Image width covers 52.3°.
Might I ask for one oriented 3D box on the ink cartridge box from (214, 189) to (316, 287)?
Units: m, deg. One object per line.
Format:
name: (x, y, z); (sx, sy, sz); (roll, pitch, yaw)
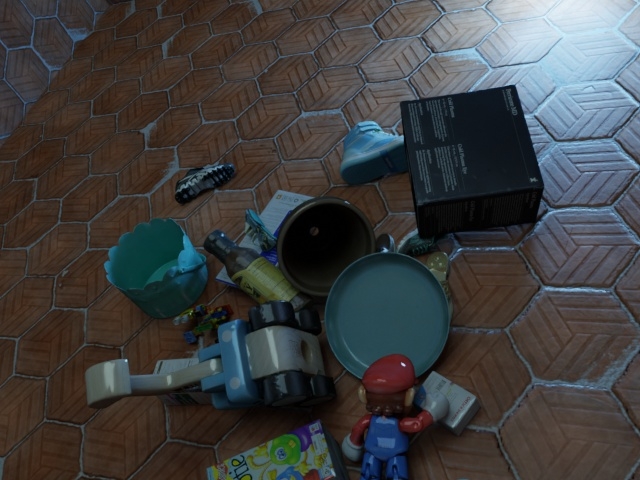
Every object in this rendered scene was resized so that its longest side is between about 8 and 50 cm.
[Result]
ink cartridge box: (-0.145, 0.009, 1.958); (0.175, 0.069, 0.371); (14, 56, 34)

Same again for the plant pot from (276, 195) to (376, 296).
plant pot: (0.000, 0.000, 1.778); (0.263, 0.263, 0.229); (-31, 15, -2)

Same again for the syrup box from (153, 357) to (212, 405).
syrup box: (-0.317, 0.368, 1.704); (0.236, 0.093, 0.096); (-8, 49, 20)

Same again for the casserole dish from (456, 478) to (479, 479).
casserole dish: (0.303, 0.561, 1.271); (0.114, 0.037, 0.188); (-24, 44, 6)

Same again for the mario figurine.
mario figurine: (0.161, 0.408, 1.406); (0.198, 0.170, 0.321); (9, 75, -10)

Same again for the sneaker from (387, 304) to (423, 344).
sneaker: (0.202, 0.196, 1.615); (0.063, 0.075, 0.170); (-33, 45, -5)

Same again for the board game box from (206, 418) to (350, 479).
board game box: (-0.086, 0.529, 1.414); (0.275, 0.144, 0.142); (-25, 44, 3)

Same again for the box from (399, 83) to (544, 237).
box: (0.390, -0.210, 1.732); (0.312, 0.179, 0.343); (-8, 60, 7)

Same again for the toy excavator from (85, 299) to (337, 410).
toy excavator: (-0.243, 0.310, 1.508); (0.445, 0.433, 0.222); (-22, 67, 19)

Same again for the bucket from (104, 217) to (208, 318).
bucket: (-0.486, 0.087, 1.972); (0.281, 0.183, 0.281); (-13, 47, 15)

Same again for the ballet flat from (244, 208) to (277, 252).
ballet flat: (-0.190, -0.027, 1.929); (0.070, 0.070, 0.188); (-36, 42, -7)

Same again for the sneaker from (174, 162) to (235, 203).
sneaker: (-0.413, -0.223, 2.284); (0.234, 0.078, 0.106); (-28, 47, 4)

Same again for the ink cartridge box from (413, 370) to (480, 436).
ink cartridge box: (0.279, 0.362, 1.447); (0.122, 0.052, 0.088); (27, 67, 42)

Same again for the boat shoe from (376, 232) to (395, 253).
boat shoe: (0.162, 0.045, 1.778); (0.064, 0.060, 0.178); (-1, 51, 25)

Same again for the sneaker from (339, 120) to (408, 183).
sneaker: (0.207, -0.310, 2.025); (0.318, 0.127, 0.208); (-13, 48, 14)

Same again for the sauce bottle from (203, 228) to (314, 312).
sauce bottle: (-0.176, 0.096, 1.781); (0.344, 0.111, 0.111); (38, 72, 19)

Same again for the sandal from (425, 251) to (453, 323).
sandal: (0.285, 0.114, 1.644); (0.088, 0.079, 0.240); (-7, 49, 21)

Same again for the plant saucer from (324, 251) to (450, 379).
plant saucer: (0.162, 0.187, 1.581); (0.317, 0.043, 0.318); (-4, 81, 24)

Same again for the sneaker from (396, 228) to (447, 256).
sneaker: (0.274, 0.008, 1.758); (0.166, 0.065, 0.076); (-42, 51, -10)

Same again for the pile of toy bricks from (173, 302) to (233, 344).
pile of toy bricks: (-0.298, 0.221, 1.836); (0.212, 0.118, 0.105); (-17, 15, 34)
